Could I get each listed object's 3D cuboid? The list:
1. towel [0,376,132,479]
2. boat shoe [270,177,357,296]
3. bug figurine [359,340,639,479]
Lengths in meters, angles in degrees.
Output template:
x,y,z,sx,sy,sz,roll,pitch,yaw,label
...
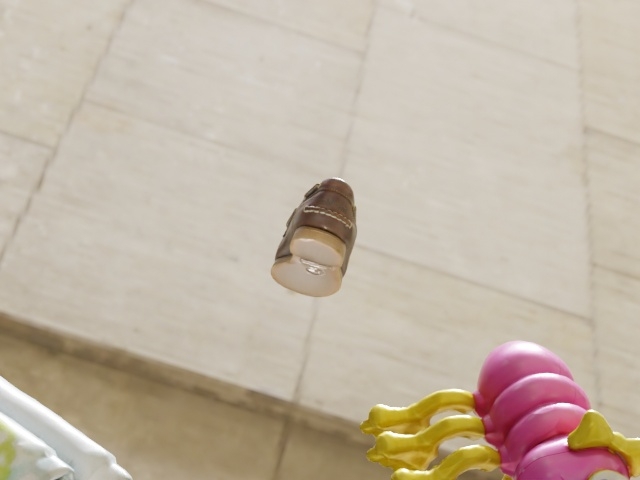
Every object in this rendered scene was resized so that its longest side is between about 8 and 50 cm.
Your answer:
x,y,z,sx,sy,sz,roll,pitch,yaw,label
-0.291,0.178,0.808,0.090,0.374,0.321,5,110,-61,towel
0.000,0.000,1.458,0.207,0.073,0.073,125,-18,-70,boat shoe
0.130,0.124,0.483,0.072,0.279,0.216,-52,-147,19,bug figurine
